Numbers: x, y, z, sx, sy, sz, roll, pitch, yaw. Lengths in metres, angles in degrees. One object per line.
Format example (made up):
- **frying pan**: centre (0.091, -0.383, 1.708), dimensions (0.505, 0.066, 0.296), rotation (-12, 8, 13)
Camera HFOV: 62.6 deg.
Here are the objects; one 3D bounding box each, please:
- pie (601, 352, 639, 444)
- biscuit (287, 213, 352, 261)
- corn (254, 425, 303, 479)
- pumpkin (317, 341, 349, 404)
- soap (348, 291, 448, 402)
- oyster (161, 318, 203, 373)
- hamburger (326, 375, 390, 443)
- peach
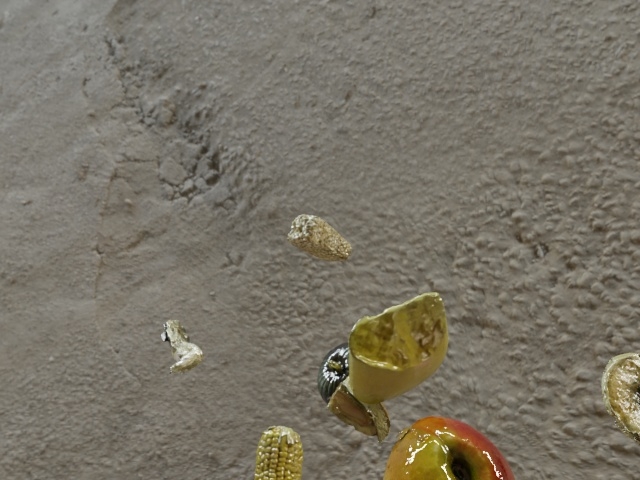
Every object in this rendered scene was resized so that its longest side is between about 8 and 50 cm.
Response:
- **pie**: centre (0.911, 0.443, 1.470), dimensions (0.274, 0.055, 0.274), rotation (5, 58, -9)
- **biscuit**: centre (0.000, 0.000, 1.187), dimensions (0.082, 0.168, 0.070), rotation (5, 71, 40)
- **corn**: centre (-0.082, 0.482, 0.984), dimensions (0.091, 0.091, 0.260), rotation (-15, 58, 35)
- **pumpkin**: centre (0.096, 0.470, 1.841), dimensions (0.250, 0.216, 0.249), rotation (-27, 44, 29)
- **soap**: centre (0.214, 0.320, 1.430), dimensions (0.306, 0.427, 0.115), rotation (-30, 53, -11)
- **oyster**: centre (-0.248, 0.202, 0.977), dimensions (0.061, 0.106, 0.200), rotation (-30, 33, -11)
- **hamburger**: centre (0.137, 0.515, 1.642), dimensions (0.208, 0.155, 0.135), rotation (31, 90, 13)
- **peach**: centre (0.291, 0.583, 1.184), dimensions (0.290, 0.372, 0.373), rotation (-36, 61, -25)
